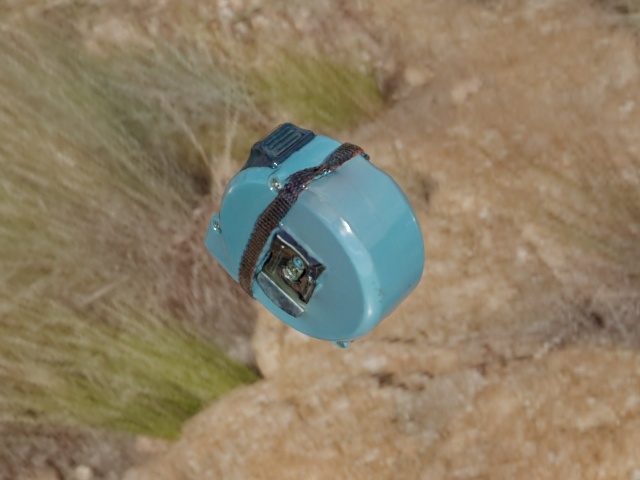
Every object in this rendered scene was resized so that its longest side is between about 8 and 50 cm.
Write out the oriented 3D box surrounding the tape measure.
[{"bbox_3d":[0.000,0.000,0.882,0.125,0.146,0.081,43,55,10],"label":"tape measure"}]
